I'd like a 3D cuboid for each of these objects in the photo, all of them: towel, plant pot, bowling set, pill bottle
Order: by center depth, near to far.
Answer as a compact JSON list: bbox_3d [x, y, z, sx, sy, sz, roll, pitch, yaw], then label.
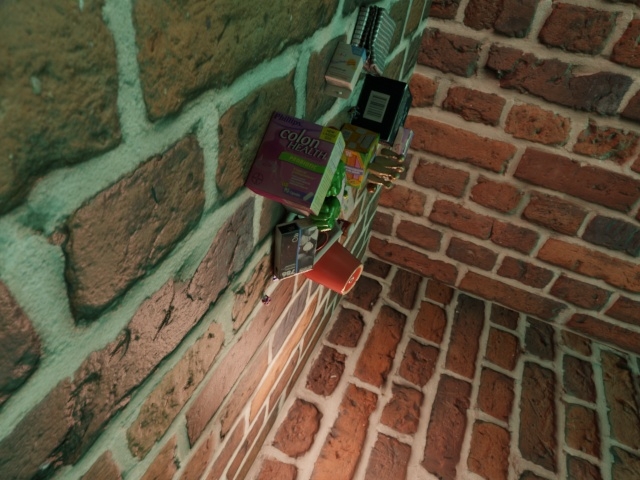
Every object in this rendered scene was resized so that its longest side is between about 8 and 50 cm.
[{"bbox_3d":[0.222,-0.821,1.841,0.284,0.121,0.235,-34,142,-69],"label":"towel"},{"bbox_3d":[0.323,-0.316,2.174,0.287,0.154,0.199,-53,161,-49],"label":"bowling set"},{"bbox_3d":[0.077,0.146,2.373,0.275,0.243,0.275,-48,160,-24],"label":"plant pot"},{"bbox_3d":[0.103,-0.080,2.442,0.086,0.152,0.086,21,90,-77],"label":"pill bottle"}]

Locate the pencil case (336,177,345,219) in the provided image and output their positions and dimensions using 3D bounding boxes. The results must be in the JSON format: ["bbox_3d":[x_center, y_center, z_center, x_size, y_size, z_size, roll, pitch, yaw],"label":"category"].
[{"bbox_3d":[0.043,-0.213,2.077,0.273,0.124,0.113,100,-23,-45],"label":"pencil case"}]

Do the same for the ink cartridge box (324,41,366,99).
[{"bbox_3d":[0.086,-0.620,1.619,0.061,0.104,0.181,47,65,-76],"label":"ink cartridge box"}]

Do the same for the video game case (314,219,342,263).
[{"bbox_3d":[0.000,0.000,2.021,0.227,0.026,0.206,-49,-156,13],"label":"video game case"}]

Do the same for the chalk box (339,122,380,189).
[{"bbox_3d":[0.154,-0.377,2.124,0.289,0.179,0.180,94,21,-51],"label":"chalk box"}]

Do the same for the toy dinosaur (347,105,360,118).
[{"bbox_3d":[0.161,-0.616,2.103,0.090,0.047,0.082,54,38,-63],"label":"toy dinosaur"}]

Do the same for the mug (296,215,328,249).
[{"bbox_3d":[-0.061,-0.006,1.906,0.113,0.150,0.169,-1,117,-55],"label":"mug"}]

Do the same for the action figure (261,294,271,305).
[{"bbox_3d":[-0.227,0.252,1.866,0.038,0.030,0.115,-60,170,-15],"label":"action figure"}]

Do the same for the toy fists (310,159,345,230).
[{"bbox_3d":[0.028,-0.166,1.633,0.142,0.096,0.279,-40,143,-51],"label":"toy fists"}]

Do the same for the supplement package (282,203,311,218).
[{"bbox_3d":[-0.058,-0.190,1.694,0.105,0.105,0.179,56,56,-74],"label":"supplement package"}]

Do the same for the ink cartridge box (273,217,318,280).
[{"bbox_3d":[-0.104,0.056,1.805,0.165,0.065,0.332,-18,140,-24],"label":"ink cartridge box"}]

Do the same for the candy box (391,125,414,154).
[{"bbox_3d":[0.439,-0.518,2.380,0.196,0.070,0.164,-31,141,-71],"label":"candy box"}]

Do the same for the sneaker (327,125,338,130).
[{"bbox_3d":[0.011,-0.362,1.818,0.221,0.087,0.128,-59,178,11],"label":"sneaker"}]

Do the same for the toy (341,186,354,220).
[{"bbox_3d":[0.144,-0.219,2.623,0.136,0.056,0.237,-60,160,-23],"label":"toy"}]

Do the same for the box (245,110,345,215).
[{"bbox_3d":[-0.071,-0.228,1.325,0.117,0.214,0.242,40,71,-77],"label":"box"}]

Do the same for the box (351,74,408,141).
[{"bbox_3d":[0.329,-0.667,2.332,0.395,0.212,0.293,-25,134,-73],"label":"box"}]
